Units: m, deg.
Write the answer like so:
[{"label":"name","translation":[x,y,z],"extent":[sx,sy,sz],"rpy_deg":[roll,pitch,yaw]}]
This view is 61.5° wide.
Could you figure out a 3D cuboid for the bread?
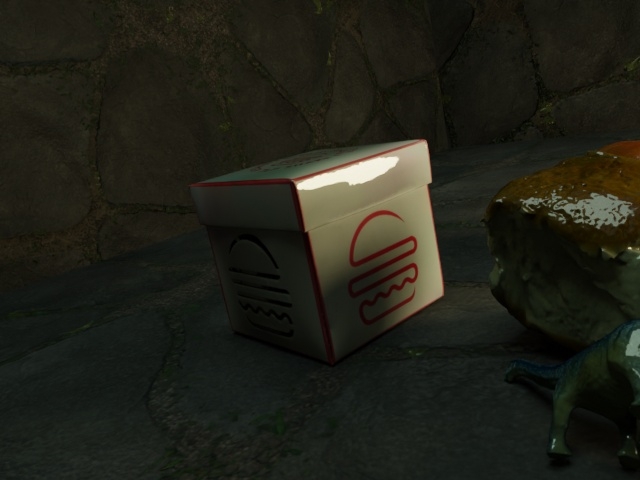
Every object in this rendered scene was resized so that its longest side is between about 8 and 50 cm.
[{"label":"bread","translation":[0.385,0.025,0.707],"extent":[0.250,0.225,0.279],"rpy_deg":[-25,28,-26]}]

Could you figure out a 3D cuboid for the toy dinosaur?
[{"label":"toy dinosaur","translation":[0.286,0.126,0.509],"extent":[0.076,0.363,0.147],"rpy_deg":[24,53,-8]}]

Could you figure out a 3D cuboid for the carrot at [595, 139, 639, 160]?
[{"label":"carrot","translation":[0.649,-0.100,1.056],"extent":[0.214,0.193,0.331],"rpy_deg":[-51,3,20]}]

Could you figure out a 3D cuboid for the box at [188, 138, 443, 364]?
[{"label":"box","translation":[0.000,0.000,0.970],"extent":[0.312,0.300,0.314],"rpy_deg":[-22,17,-38]}]
